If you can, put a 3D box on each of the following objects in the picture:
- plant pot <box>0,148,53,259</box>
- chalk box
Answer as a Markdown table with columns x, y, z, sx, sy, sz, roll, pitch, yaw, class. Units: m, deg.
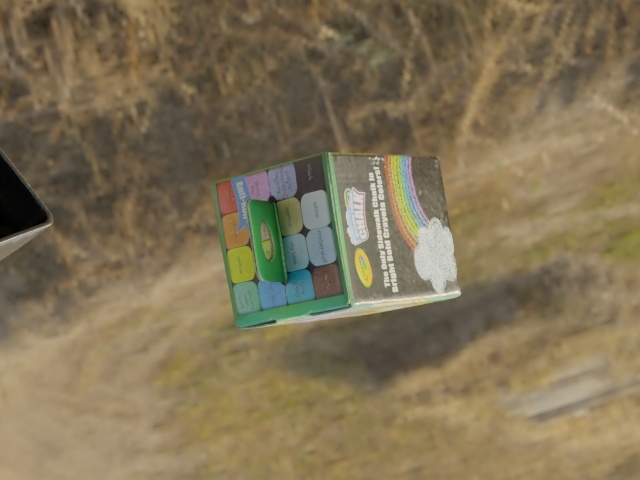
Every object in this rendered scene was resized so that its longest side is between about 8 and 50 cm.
| x | y | z | sx | sy | sz | roll | pitch | yaw | class |
| --- | --- | --- | --- | --- | --- | --- | --- | --- | --- |
| -0.373 | -0.019 | 1.370 | 0.167 | 0.188 | 0.187 | -42 | 174 | 28 | plant pot |
| 0.000 | 0.000 | 1.898 | 0.179 | 0.180 | 0.289 | -13 | 173 | 38 | chalk box |
